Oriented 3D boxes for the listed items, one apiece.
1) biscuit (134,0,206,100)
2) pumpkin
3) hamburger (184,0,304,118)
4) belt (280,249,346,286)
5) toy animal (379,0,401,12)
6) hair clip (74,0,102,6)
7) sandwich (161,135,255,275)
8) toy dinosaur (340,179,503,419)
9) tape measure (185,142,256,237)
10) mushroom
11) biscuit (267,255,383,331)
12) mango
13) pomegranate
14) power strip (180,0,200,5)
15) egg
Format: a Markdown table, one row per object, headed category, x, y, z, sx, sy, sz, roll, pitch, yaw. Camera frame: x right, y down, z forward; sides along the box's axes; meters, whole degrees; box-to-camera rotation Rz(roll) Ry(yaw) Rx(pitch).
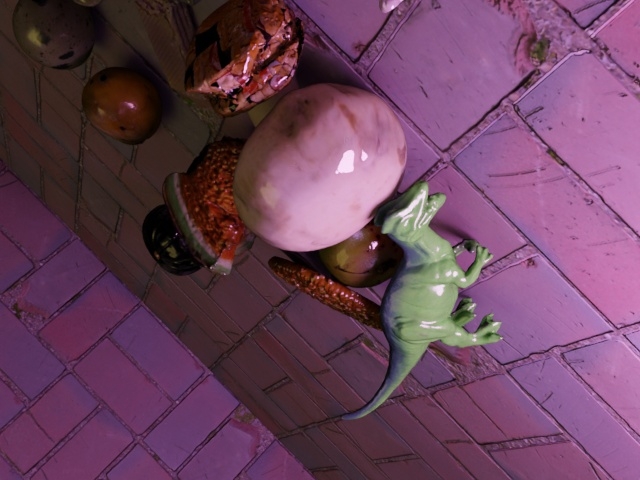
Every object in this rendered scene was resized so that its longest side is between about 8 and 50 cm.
| category | x | y | z | sx | sy | sz | roll | pitch | yaw |
| --- | --- | --- | --- | --- | --- | --- | --- | --- | --- |
| biscuit | -0.286 | -0.392 | 1.713 | 0.108 | 0.062 | 0.238 | 27 | 152 | 32 |
| pumpkin | -0.407 | -0.002 | 2.415 | 0.221 | 0.162 | 0.220 | 34 | 148 | 24 |
| hamburger | -0.128 | -0.311 | 1.391 | 0.107 | 0.230 | 0.231 | 34 | 167 | -36 |
| belt | 0.000 | 0.000 | 1.744 | 0.230 | 0.139 | 0.126 | 42 | 173 | -9 |
| toy animal | 0.066 | -0.404 | 1.112 | 0.127 | 0.131 | 0.181 | -28 | 116 | 33 |
| hair clip | -0.532 | -0.612 | 1.704 | 0.321 | 0.138 | 0.091 | 49 | -174 | -10 |
| sandwich | -0.183 | -0.101 | 1.811 | 0.301 | 0.162 | 0.250 | -46 | 66 | 24 |
| toy dinosaur | 0.116 | 0.148 | 1.536 | 0.375 | 0.500 | 0.144 | 33 | -157 | -36 |
| tape measure | -0.240 | -0.082 | 1.964 | 0.235 | 0.207 | 0.115 | 37 | 160 | 14 |
| mushroom | -0.025 | -0.163 | 1.452 | 0.314 | 0.315 | 0.336 | 88 | 158 | -57 |
| biscuit | 0.026 | 0.115 | 1.724 | 0.305 | 0.038 | 0.305 | 27 | 172 | 4 |
| mango | -0.469 | -0.316 | 2.029 | 0.329 | 0.176 | 0.176 | -163 | 55 | -79 |
| pomegranate | 0.076 | -0.002 | 1.632 | 0.179 | 0.179 | 0.210 | 57 | 178 | -24 |
| power strip | -0.251 | -0.504 | 1.473 | 0.145 | 0.061 | 0.215 | 28 | 152 | 36 |
| egg | -0.604 | -0.479 | 1.951 | 0.177 | 0.177 | 0.228 | 38 | 165 | 16 |
